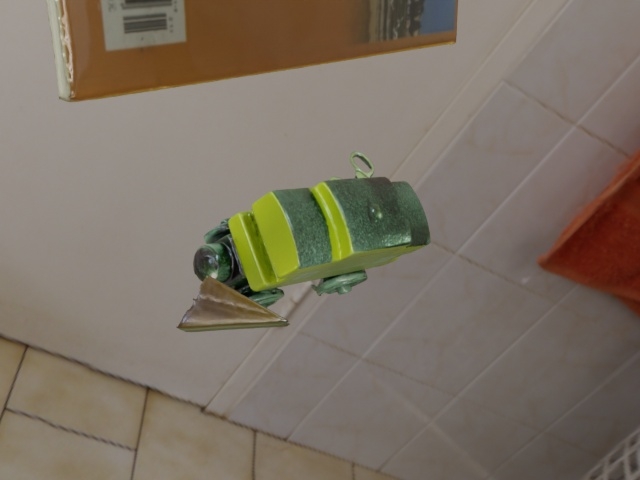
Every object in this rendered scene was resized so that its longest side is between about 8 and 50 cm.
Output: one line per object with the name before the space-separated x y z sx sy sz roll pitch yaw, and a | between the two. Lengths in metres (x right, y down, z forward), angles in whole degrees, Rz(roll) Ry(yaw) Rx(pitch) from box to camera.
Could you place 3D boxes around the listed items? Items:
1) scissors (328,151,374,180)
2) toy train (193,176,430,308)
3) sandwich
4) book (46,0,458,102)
scissors | 0.110 -0.087 1.474 0.187 0.020 0.133 37 54 -1
toy train | 0.000 0.000 1.310 0.442 0.272 0.179 -9 75 -48
sandwich | -0.106 0.106 0.932 0.116 0.074 0.074 28 -10 7
book | -0.018 -0.249 0.508 0.374 0.262 0.028 -20 28 -40
